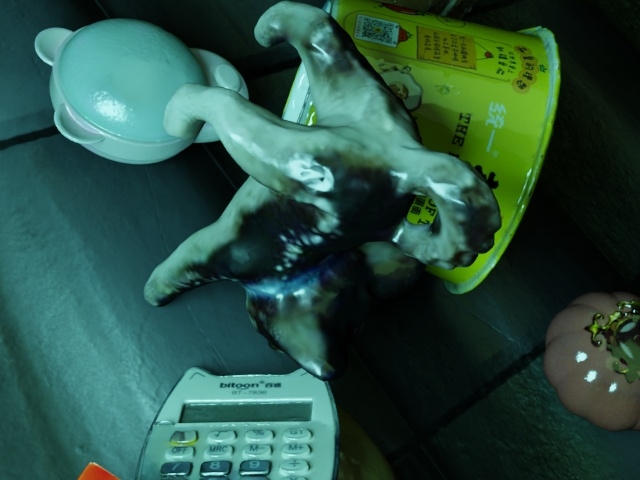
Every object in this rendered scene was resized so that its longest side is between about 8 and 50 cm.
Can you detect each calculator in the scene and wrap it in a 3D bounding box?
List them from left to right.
[{"bbox_3d":[-0.071,0.193,0.865,0.177,0.040,0.268,-1,23,5],"label":"calculator"}]

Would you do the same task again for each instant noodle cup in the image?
[{"bbox_3d":[0.091,-0.126,1.133,0.254,0.325,0.325,17,49,-8],"label":"instant noodle cup"}]

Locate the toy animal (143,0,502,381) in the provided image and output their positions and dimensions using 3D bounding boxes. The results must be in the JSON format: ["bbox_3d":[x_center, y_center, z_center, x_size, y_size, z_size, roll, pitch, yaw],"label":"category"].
[{"bbox_3d":[0.000,0.000,0.919,0.303,0.344,0.194,33,47,19],"label":"toy animal"}]

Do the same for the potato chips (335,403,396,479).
[{"bbox_3d":[0.002,0.233,0.962,0.195,0.062,0.208,-5,62,-32],"label":"potato chips"}]

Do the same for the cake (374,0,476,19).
[{"bbox_3d":[0.145,-0.370,1.461,0.147,0.134,0.135,-18,68,-50],"label":"cake"}]

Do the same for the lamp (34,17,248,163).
[{"bbox_3d":[-0.190,-0.177,1.117,0.246,0.108,0.179,-3,63,-34],"label":"lamp"}]

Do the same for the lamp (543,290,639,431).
[{"bbox_3d":[0.359,0.150,1.204,0.182,0.140,0.182,5,56,-7],"label":"lamp"}]

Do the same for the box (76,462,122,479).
[{"bbox_3d":[-0.205,0.246,0.756,0.048,0.152,0.100,34,46,-7],"label":"box"}]
